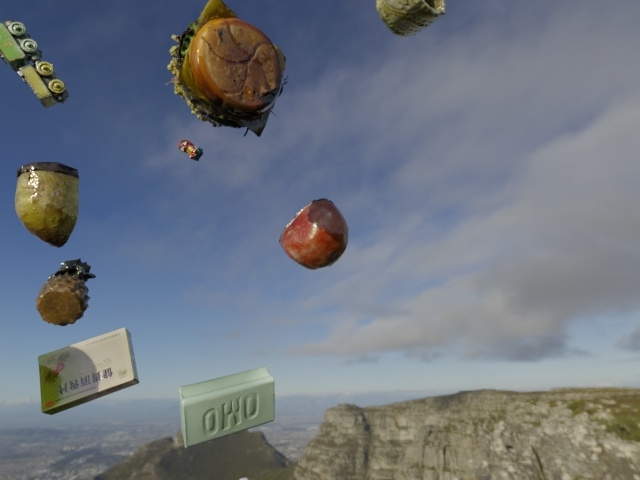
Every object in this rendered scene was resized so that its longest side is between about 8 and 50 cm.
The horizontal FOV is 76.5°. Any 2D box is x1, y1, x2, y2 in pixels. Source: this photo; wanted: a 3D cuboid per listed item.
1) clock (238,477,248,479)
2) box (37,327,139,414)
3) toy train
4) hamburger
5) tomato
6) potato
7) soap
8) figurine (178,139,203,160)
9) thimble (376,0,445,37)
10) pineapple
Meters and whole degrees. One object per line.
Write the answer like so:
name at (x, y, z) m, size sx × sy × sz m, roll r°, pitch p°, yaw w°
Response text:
clock at (-0.195, 0.705, 0.886) m, size 0.102 × 0.338 × 0.338 m, roll 4°, pitch -22°, yaw -19°
box at (-0.712, 0.398, 1.251) m, size 0.261 × 0.175 × 0.062 m, roll -17°, pitch -28°, yaw -15°
toy train at (-0.651, -0.392, 0.907) m, size 0.081 × 0.202 × 0.060 m, roll -35°, pitch 7°, yaw -22°
hamburger at (-0.188, -0.346, 0.854) m, size 0.262 × 0.243 × 0.139 m, roll 29°, pitch -17°, yaw -33°
tomato at (0.000, 0.000, 1.214) m, size 0.181 × 0.155 × 0.214 m, roll 20°, pitch -67°, yaw -48°
potato at (-0.395, -0.047, 0.580) m, size 0.096 × 0.103 × 0.066 m, roll -29°, pitch -23°, yaw 25°
soap at (-0.273, 0.487, 1.201) m, size 0.266 × 0.159 × 0.088 m, roll -5°, pitch 16°, yaw -27°
figurine at (-0.610, -0.428, 1.903) m, size 0.068 × 0.140 × 0.075 m, roll -55°, pitch -27°, yaw 13°
thimble at (0.275, -0.703, 1.220) m, size 0.191 × 0.137 × 0.144 m, roll 26°, pitch -22°, yaw -36°
pineapple at (-0.627, 0.115, 1.005) m, size 0.119 × 0.111 × 0.237 m, roll -19°, pitch 25°, yaw -16°
